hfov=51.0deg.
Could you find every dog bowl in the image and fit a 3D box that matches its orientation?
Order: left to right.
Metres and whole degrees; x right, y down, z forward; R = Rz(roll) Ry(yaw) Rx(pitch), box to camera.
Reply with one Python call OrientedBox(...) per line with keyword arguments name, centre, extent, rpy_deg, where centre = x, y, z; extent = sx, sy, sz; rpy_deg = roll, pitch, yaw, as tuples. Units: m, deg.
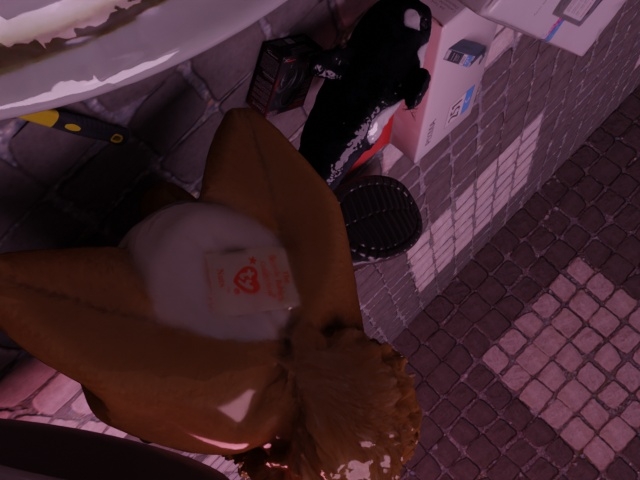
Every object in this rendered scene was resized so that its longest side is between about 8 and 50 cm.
OrientedBox(name="dog bowl", centre=(-0.242, 0.253, 0.645), extent=(0.349, 0.349, 0.102), rpy_deg=(49, 53, -70))

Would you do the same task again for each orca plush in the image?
OrientedBox(name="orca plush", centre=(0.008, -0.154, 0.708), extent=(0.102, 0.151, 0.287), rpy_deg=(35, 99, -37))

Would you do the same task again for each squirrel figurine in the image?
OrientedBox(name="squirrel figurine", centre=(-0.090, 0.132, 0.675), extent=(0.281, 0.397, 0.370), rpy_deg=(-48, 177, -32))

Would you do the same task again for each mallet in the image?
OrientedBox(name="mallet", centre=(-0.203, -0.101, 0.507), extent=(0.062, 0.039, 0.190), rpy_deg=(-51, 164, 20))

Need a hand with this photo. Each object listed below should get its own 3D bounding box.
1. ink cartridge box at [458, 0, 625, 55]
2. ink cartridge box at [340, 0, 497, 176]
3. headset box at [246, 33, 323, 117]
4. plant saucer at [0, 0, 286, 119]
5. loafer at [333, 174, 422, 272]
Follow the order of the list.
OrientedBox(name="ink cartridge box", centre=(0.146, -0.285, 0.581), extent=(0.306, 0.226, 0.131), rpy_deg=(-17, 146, -56))
OrientedBox(name="ink cartridge box", centre=(0.128, -0.208, 0.927), extent=(0.261, 0.066, 0.296), rpy_deg=(-41, 160, -18))
OrientedBox(name="headset box", centre=(-0.039, -0.170, 0.707), extent=(0.062, 0.032, 0.083), rpy_deg=(-28, 151, -43))
OrientedBox(name="plant saucer", centre=(-0.112, -0.182, 0.279), extent=(0.401, 0.100, 0.400), rpy_deg=(-27, 177, -1))
OrientedBox(name="loafer", centre=(0.000, 0.000, 1.012), extent=(0.366, 0.133, 0.130), rpy_deg=(-20, 178, -34))
